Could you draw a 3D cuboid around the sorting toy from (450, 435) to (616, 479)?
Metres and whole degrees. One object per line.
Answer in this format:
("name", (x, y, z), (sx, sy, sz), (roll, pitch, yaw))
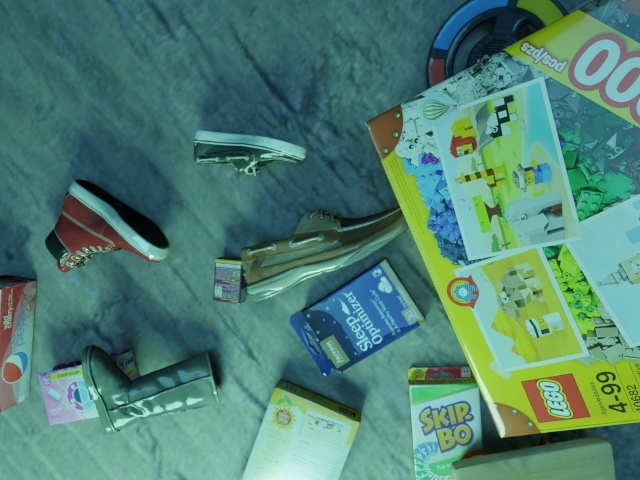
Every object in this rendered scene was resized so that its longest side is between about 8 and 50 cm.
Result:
("sorting toy", (0.354, 0.462, 0.751), (0.257, 0.089, 0.255), (-9, 93, -2))

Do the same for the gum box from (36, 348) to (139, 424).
("gum box", (-0.466, 0.296, 0.896), (0.189, 0.062, 0.107), (-13, 91, 9))

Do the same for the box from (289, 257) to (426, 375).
("box", (0.063, 0.148, 0.822), (0.225, 0.036, 0.136), (-34, 88, 10))

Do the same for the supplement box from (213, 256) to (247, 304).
("supplement box", (-0.171, 0.075, 0.848), (0.055, 0.043, 0.083), (5, 93, 8))

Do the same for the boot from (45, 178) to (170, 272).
("boot", (-0.419, 0.015, 0.864), (0.244, 0.088, 0.176), (32, 98, 14))

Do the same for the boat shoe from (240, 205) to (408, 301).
("boat shoe", (0.000, 0.000, 0.781), (0.325, 0.123, 0.116), (-23, 88, 8))

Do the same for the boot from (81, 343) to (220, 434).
("boot", (-0.311, 0.254, 0.830), (0.209, 0.076, 0.189), (-16, 106, -6))

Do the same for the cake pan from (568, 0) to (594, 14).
("cake pan", (0.490, -0.251, 0.722), (0.294, 0.054, 0.292), (0, 93, 9))

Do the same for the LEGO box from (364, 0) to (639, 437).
("LEGO box", (0.346, -0.021, 0.621), (0.373, 0.193, 0.499), (-23, 93, 30))

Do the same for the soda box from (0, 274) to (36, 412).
("soda box", (-0.654, 0.208, 0.905), (0.084, 0.092, 0.263), (8, 95, 9))

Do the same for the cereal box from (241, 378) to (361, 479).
("cereal box", (-0.043, 0.410, 0.847), (0.173, 0.047, 0.240), (21, 97, 7))

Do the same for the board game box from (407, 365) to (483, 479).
("board game box", (0.230, 0.361, 0.812), (0.124, 0.039, 0.259), (-4, 90, 8))

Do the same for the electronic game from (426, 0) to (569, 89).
("electronic game", (0.285, -0.291, 0.721), (0.229, 0.048, 0.229), (3, 96, 30))

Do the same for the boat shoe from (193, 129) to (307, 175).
("boat shoe", (-0.131, -0.155, 0.816), (0.220, 0.078, 0.070), (9, 94, 16))
